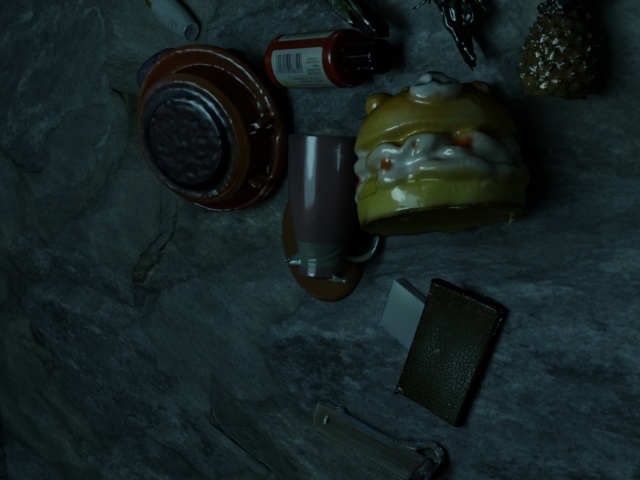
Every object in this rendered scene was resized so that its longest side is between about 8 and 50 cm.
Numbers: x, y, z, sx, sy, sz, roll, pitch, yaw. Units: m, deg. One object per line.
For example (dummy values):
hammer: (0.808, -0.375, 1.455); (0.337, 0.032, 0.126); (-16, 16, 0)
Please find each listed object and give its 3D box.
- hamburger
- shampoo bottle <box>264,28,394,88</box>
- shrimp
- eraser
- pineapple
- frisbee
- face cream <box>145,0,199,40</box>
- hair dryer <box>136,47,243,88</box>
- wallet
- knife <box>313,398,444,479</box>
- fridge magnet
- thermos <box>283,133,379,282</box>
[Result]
hamburger: (0.177, -0.131, 1.308); (0.276, 0.277, 0.236); (-14, 76, 51)
shampoo bottle: (0.019, -0.328, 1.565); (0.278, 0.104, 0.104); (11, 106, 49)
shrimp: (0.121, -0.434, 1.415); (0.272, 0.085, 0.445); (-44, 66, 34)
eraser: (0.172, 0.147, 1.539); (0.150, 0.023, 0.103); (41, 127, 38)
pineapple: (0.336, -0.321, 1.181); (0.125, 0.125, 0.251); (21, 108, 47)
frisbee: (0.000, 0.000, 1.722); (0.251, 0.021, 0.250); (15, 110, 48)
face cream: (-0.344, -0.524, 2.007); (0.182, 0.051, 0.072); (44, 130, 35)
hair dryer: (-0.271, -0.262, 1.959); (0.301, 0.121, 0.361); (1, 108, 42)
wallet: (0.217, 0.190, 1.462); (0.133, 0.039, 0.243); (24, 119, 20)
knife: (0.104, 0.383, 1.659); (0.365, 0.043, 0.089); (13, 74, 51)
fridge magnet: (-0.237, -0.226, 1.804); (0.364, 0.155, 0.363); (12, 118, 24)
thermos: (0.022, -0.060, 1.581); (0.146, 0.177, 0.264); (-87, -1, -83)
